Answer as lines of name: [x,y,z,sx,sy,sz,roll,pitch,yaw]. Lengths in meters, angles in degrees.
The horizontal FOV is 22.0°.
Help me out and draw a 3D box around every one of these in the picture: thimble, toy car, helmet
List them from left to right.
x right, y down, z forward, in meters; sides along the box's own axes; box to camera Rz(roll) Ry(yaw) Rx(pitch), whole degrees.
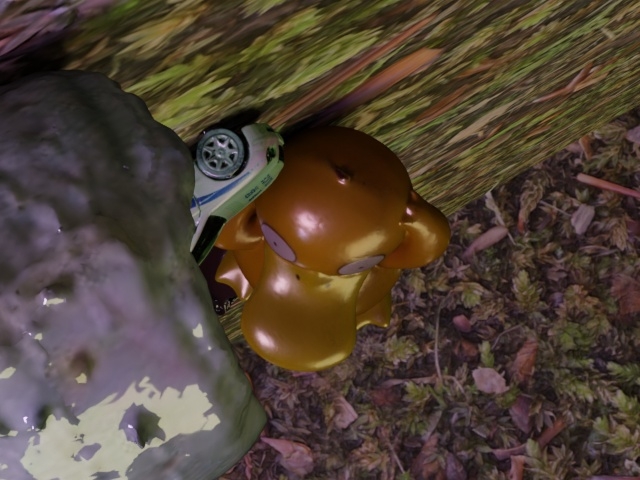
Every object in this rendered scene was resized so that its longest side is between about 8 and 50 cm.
thimble: [-0.126,0.038,0.736,0.172,0.205,0.250,-29,-179,-11]
toy car: [-0.117,-0.003,1.140,0.224,0.076,0.090,-30,173,2]
helmet: [-0.077,0.018,1.586,0.098,0.070,0.123,-39,-173,-37]

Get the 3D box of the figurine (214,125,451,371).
figurine: [0.001,-0.005,1.374,0.215,0.215,0.228,-31,-171,8]
